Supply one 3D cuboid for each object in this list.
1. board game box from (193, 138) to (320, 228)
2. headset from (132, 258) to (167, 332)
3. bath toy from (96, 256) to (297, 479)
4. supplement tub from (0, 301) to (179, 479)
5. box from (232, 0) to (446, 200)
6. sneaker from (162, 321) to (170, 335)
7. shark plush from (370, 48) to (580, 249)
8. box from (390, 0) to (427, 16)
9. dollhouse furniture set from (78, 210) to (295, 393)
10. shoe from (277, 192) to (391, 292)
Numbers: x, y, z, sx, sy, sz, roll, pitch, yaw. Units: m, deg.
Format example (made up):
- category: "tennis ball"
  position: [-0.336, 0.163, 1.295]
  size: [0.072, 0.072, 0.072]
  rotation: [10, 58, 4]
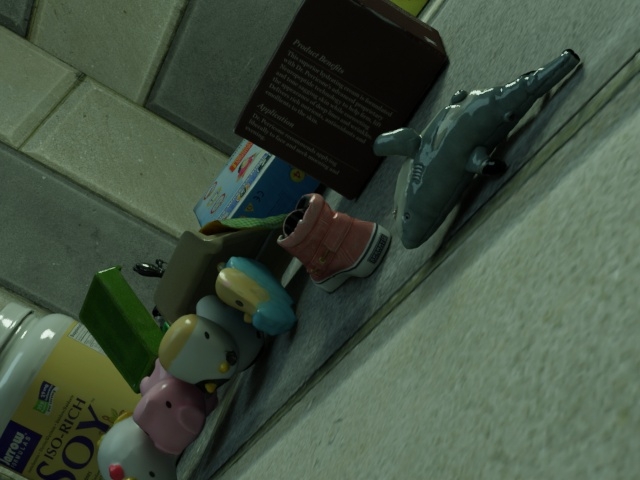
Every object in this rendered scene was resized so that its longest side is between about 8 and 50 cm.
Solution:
- category: "board game box"
  position: [-0.084, -0.122, 1.317]
  size: [0.308, 0.086, 0.302]
  rotation: [-54, 19, 3]
- category: "headset"
  position: [-0.381, 0.225, 1.800]
  size: [0.243, 0.185, 0.394]
  rotation: [-75, 6, -57]
- category: "bath toy"
  position: [-0.156, 0.186, 0.919]
  size: [0.151, 0.129, 0.348]
  rotation: [8, -56, -51]
- category: "supplement tub"
  position: [-0.379, 0.262, 1.199]
  size: [0.241, 0.331, 0.241]
  rotation: [-58, 9, 15]
- category: "box"
  position: [0.023, -0.193, 0.928]
  size: [0.203, 0.168, 0.167]
  rotation: [-56, 9, 23]
- category: "sneaker"
  position: [-0.308, 0.280, 1.422]
  size: [0.109, 0.123, 0.296]
  rotation: [-46, 18, 56]
- category: "shark plush"
  position: [0.109, -0.060, 0.514]
  size: [0.161, 0.073, 0.067]
  rotation: [-33, 42, 26]
- category: "box"
  position: [0.165, -0.429, 1.242]
  size: [0.232, 0.058, 0.087]
  rotation: [-46, 16, 57]
- category: "dollhouse furniture set"
  position: [-0.165, 0.036, 1.036]
  size: [0.197, 0.151, 0.302]
  rotation: [-16, -33, -46]
- category: "shoe"
  position: [0.000, 0.000, 0.731]
  size: [0.064, 0.081, 0.178]
  rotation: [-62, 9, -13]
